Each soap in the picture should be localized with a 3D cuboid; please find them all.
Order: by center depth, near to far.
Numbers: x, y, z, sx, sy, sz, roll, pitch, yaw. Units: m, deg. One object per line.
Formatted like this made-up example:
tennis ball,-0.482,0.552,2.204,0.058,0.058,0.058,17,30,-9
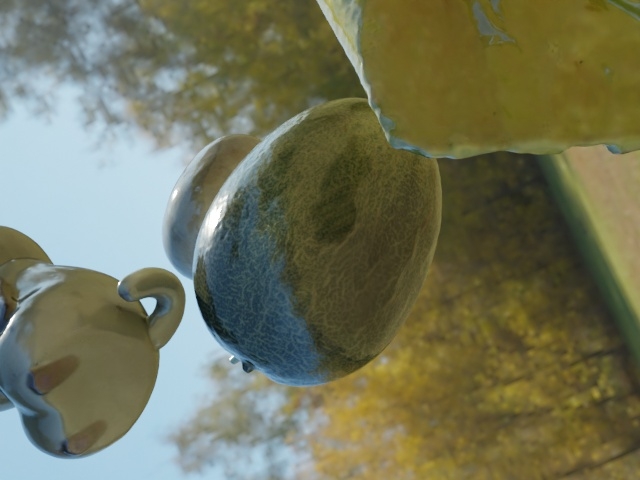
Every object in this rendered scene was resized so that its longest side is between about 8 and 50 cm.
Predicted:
soap,0.137,-0.245,1.274,0.115,0.306,0.427,90,165,-48

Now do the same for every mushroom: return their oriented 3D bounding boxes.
mushroom,-0.120,-0.032,2.258,0.243,0.243,0.243,62,-172,-15

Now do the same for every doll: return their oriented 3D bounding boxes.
doll,-0.341,0.110,1.720,0.370,0.226,0.215,14,150,37

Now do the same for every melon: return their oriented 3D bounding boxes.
melon,0.000,0.000,1.594,0.248,0.329,0.248,28,167,7

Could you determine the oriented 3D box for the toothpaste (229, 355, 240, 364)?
toothpaste,-0.071,0.132,2.200,0.029,0.197,0.048,53,-150,4
